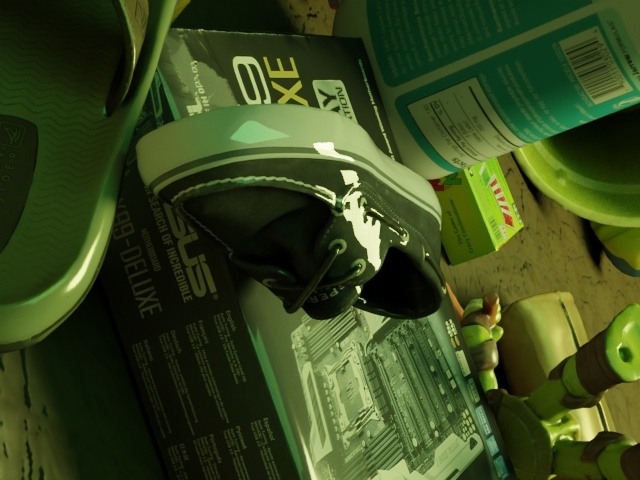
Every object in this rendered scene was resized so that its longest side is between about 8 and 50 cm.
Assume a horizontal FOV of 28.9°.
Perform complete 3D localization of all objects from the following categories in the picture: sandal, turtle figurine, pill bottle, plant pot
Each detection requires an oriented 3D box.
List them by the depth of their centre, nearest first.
[{"bbox_3d":[-0.117,-0.100,0.510,0.086,0.120,0.303,104,-13,-57],"label":"sandal"},{"bbox_3d":[0.137,0.115,0.806,0.087,0.217,0.270,-4,72,-33],"label":"turtle figurine"},{"bbox_3d":[0.110,-0.130,0.820,0.146,0.264,0.146,43,37,-44],"label":"pill bottle"},{"bbox_3d":[0.328,-0.186,1.322,0.276,0.276,0.254,61,16,-16],"label":"plant pot"},{"bbox_3d":[0.394,-0.053,1.478,0.138,0.126,0.317,61,29,-26],"label":"sandal"}]

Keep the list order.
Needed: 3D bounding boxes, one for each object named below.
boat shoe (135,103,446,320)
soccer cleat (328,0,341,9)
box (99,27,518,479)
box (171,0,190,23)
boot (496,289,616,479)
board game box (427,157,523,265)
[{"bbox_3d":[0.000,0.000,0.566,0.228,0.080,0.076,23,51,-64],"label":"boat shoe"},{"bbox_3d":[0.080,-0.228,1.043,0.318,0.108,0.117,0,92,-64],"label":"soccer cleat"},{"bbox_3d":[-0.008,0.039,0.683,0.242,0.076,0.308,-14,84,-63],"label":"box"},{"bbox_3d":[-0.118,-0.185,0.692,0.136,0.028,0.081,59,28,-23],"label":"box"},{"bbox_3d":[0.187,0.175,0.960,0.236,0.089,0.270,18,55,-71],"label":"boot"},{"bbox_3d":[0.105,-0.079,1.024,0.181,0.043,0.092,68,26,-4],"label":"board game box"}]
